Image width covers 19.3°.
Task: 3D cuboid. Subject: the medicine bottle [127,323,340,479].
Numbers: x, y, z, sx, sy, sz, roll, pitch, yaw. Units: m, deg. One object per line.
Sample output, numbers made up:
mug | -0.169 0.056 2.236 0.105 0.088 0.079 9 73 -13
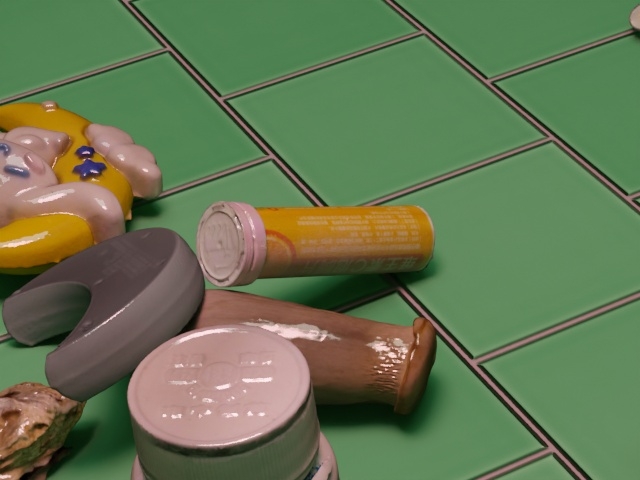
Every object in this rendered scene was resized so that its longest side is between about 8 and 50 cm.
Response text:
medicine bottle | -0.053 0.192 1.297 0.143 0.258 0.143 -3 37 3

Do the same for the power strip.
power strip | -0.181 0.052 1.591 0.168 0.054 0.253 -31 18 -9

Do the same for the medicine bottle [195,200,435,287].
medicine bottle | 0.000 0.000 1.644 0.218 0.074 0.074 -2 29 -38

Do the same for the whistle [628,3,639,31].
whistle | 0.421 -0.213 1.949 0.114 0.077 0.235 -35 46 -7

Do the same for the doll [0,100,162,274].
doll | -0.284 -0.050 1.771 0.252 0.111 0.237 23 45 19

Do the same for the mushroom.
mushroom | -0.028 0.093 1.565 0.247 0.108 0.096 5 71 17

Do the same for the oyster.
oyster | -0.296 0.164 1.519 0.209 0.072 0.133 -2 34 7
